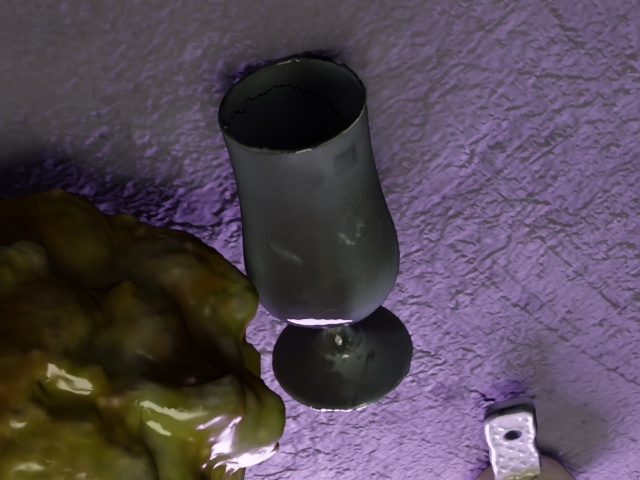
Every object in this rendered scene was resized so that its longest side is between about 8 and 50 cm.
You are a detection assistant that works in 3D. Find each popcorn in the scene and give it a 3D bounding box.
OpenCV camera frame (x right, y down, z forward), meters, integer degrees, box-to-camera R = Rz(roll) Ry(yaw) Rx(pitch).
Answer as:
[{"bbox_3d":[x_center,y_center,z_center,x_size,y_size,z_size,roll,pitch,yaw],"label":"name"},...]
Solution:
[{"bbox_3d":[-0.150,0.118,0.734,0.282,0.282,0.247,5,135,-17],"label":"popcorn"}]

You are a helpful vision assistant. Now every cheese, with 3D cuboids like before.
[{"bbox_3d":[0.172,0.213,1.067,0.127,0.050,0.235,-13,136,5],"label":"cheese"}]

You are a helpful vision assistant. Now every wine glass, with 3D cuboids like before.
[{"bbox_3d":[0.000,0.000,0.769,0.103,0.103,0.231,-11,134,-1],"label":"wine glass"}]
